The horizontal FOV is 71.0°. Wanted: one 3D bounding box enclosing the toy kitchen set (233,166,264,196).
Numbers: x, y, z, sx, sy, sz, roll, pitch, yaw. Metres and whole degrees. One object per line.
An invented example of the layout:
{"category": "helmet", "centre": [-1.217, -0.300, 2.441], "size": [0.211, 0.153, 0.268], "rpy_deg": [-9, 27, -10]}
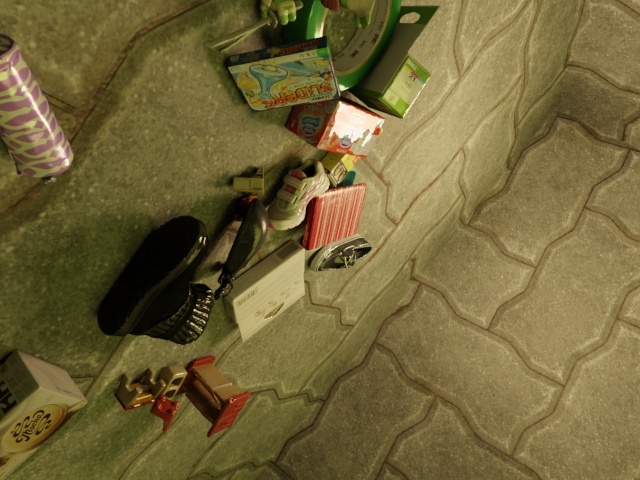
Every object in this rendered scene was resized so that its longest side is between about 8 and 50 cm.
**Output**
{"category": "toy kitchen set", "centre": [-0.182, -0.152, 1.138], "size": [0.083, 0.075, 0.068], "rpy_deg": [159, -69, -80]}

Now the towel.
{"category": "towel", "centre": [0.049, -0.084, 1.473], "size": [0.275, 0.031, 0.198], "rpy_deg": [-18, 126, -49]}

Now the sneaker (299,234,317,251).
{"category": "sneaker", "centre": [0.000, 0.000, 1.566], "size": [0.191, 0.071, 0.082], "rpy_deg": [-32, 153, -34]}

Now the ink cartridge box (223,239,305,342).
{"category": "ink cartridge box", "centre": [-0.178, 0.170, 1.491], "size": [0.296, 0.066, 0.261], "rpy_deg": [-36, 149, -29]}

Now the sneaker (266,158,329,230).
{"category": "sneaker", "centre": [-0.073, -0.137, 1.244], "size": [0.252, 0.103, 0.111], "rpy_deg": [-54, 152, -28]}

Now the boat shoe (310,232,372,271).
{"category": "boat shoe", "centre": [0.089, 0.062, 1.741], "size": [0.301, 0.102, 0.108], "rpy_deg": [-23, 141, -45]}

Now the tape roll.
{"category": "tape roll", "centre": [0.056, -0.506, 1.019], "size": [0.321, 0.077, 0.321], "rpy_deg": [-37, 150, -26]}

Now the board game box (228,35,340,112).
{"category": "board game box", "centre": [-0.070, -0.337, 0.926], "size": [0.136, 0.202, 0.035], "rpy_deg": [61, 24, -61]}

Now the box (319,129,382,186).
{"category": "box", "centre": [0.090, -0.280, 1.370], "size": [0.232, 0.058, 0.087], "rpy_deg": [-50, 153, -5]}

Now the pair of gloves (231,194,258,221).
{"category": "pair of gloves", "centre": [-0.201, -0.085, 1.202], "size": [0.074, 0.010, 0.083], "rpy_deg": [-19, 139, -48]}

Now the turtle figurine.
{"category": "turtle figurine", "centre": [-0.052, -0.407, 0.800], "size": [0.198, 0.267, 0.274], "rpy_deg": [165, -66, -81]}

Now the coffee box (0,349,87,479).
{"category": "coffee box", "centre": [-0.671, 0.389, 0.916], "size": [0.297, 0.119, 0.168], "rpy_deg": [-44, 153, -17]}

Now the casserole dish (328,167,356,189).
{"category": "casserole dish", "centre": [0.053, -0.165, 1.479], "size": [0.114, 0.037, 0.188], "rpy_deg": [-16, 137, -51]}

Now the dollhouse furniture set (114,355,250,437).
{"category": "dollhouse furniture set", "centre": [-0.417, 0.493, 1.357], "size": [0.152, 0.201, 0.374], "rpy_deg": [-59, 154, 12]}

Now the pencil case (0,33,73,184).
{"category": "pencil case", "centre": [-0.433, -0.183, 0.639], "size": [0.088, 0.086, 0.206], "rpy_deg": [-13, 140, -12]}

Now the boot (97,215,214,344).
{"category": "boot", "centre": [-0.332, 0.107, 1.087], "size": [0.348, 0.131, 0.260], "rpy_deg": [-46, 148, 11]}

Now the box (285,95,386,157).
{"category": "box", "centre": [0.047, -0.311, 1.190], "size": [0.257, 0.123, 0.128], "rpy_deg": [-6, 128, -55]}

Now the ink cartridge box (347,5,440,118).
{"category": "ink cartridge box", "centre": [0.206, -0.464, 1.161], "size": [0.097, 0.189, 0.255], "rpy_deg": [28, 101, -33]}

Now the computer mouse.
{"category": "computer mouse", "centre": [-0.196, 0.020, 1.181], "size": [0.188, 0.072, 0.272], "rpy_deg": [-103, -143, -70]}
